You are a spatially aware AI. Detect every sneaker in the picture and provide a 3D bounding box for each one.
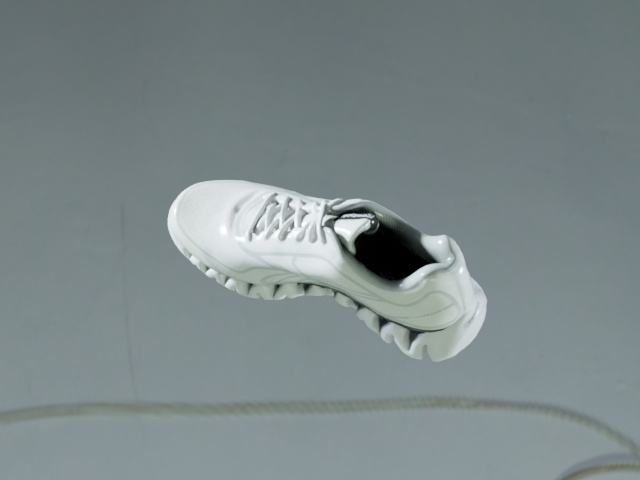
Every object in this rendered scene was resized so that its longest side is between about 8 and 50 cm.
[{"bbox_3d":[0.000,0.000,1.170,0.292,0.118,0.110,18,66,20],"label":"sneaker"}]
